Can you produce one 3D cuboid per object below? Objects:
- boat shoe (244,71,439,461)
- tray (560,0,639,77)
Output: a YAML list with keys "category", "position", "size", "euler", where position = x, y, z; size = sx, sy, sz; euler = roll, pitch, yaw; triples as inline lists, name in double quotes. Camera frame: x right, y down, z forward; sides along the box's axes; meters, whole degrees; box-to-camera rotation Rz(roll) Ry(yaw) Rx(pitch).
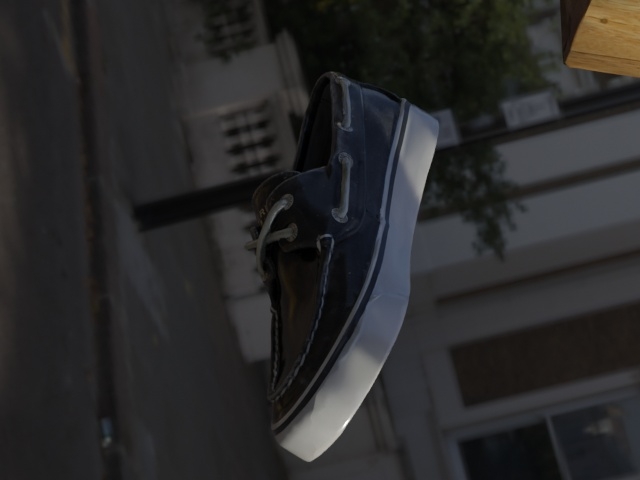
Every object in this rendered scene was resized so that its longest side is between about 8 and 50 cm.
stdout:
- category: "boat shoe"
  position: [0.000, 0.000, 0.818]
  size: [0.108, 0.102, 0.301]
  euler: [-46, -160, 46]
- category: "tray"
  position: [0.301, -0.133, 0.509]
  size: [0.076, 0.411, 0.203]
  euler: [103, -6, -56]
